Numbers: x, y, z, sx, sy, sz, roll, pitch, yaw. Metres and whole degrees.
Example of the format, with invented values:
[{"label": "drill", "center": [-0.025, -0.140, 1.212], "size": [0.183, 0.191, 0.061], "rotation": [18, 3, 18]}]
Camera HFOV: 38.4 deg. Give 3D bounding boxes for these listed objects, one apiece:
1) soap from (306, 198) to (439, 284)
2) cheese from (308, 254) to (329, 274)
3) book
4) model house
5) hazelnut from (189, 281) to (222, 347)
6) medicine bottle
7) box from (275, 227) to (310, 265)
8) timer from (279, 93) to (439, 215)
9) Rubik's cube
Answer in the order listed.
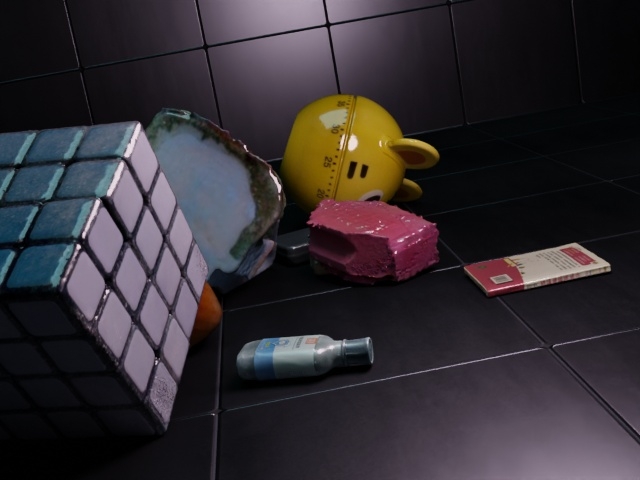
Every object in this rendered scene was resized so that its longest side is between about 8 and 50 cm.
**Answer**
[{"label": "soap", "center": [0.088, -0.004, 1.905], "size": [0.182, 0.112, 0.289], "rotation": [-19, 26, -32]}, {"label": "cheese", "center": [0.073, 0.035, 2.003], "size": [0.192, 0.038, 0.097], "rotation": [-12, 15, -6]}, {"label": "book", "center": [0.400, 0.054, 1.717], "size": [0.231, 0.022, 0.162], "rotation": [-11, 16, -4]}, {"label": "model house", "center": [-0.226, -0.063, 2.016], "size": [0.360, 0.297, 0.339], "rotation": [33, -2, 16]}, {"label": "hazelnut", "center": [-0.287, 0.113, 1.639], "size": [0.210, 0.186, 0.210], "rotation": [-26, 16, 8]}, {"label": "medicine bottle", "center": [-0.023, 0.180, 1.435], "size": [0.208, 0.054, 0.090], "rotation": [-7, 14, 13]}, {"label": "box", "center": [0.000, 0.000, 2.175], "size": [0.230, 0.050, 0.160], "rotation": [-15, 14, -22]}, {"label": "timer", "center": [0.098, -0.198, 2.386], "size": [0.386, 0.376, 0.376], "rotation": [15, 14, -1]}, {"label": "Rubik's cube", "center": [-0.394, 0.065, 1.343], "size": [0.344, 0.344, 0.337], "rotation": [-6, 46, 16]}]
